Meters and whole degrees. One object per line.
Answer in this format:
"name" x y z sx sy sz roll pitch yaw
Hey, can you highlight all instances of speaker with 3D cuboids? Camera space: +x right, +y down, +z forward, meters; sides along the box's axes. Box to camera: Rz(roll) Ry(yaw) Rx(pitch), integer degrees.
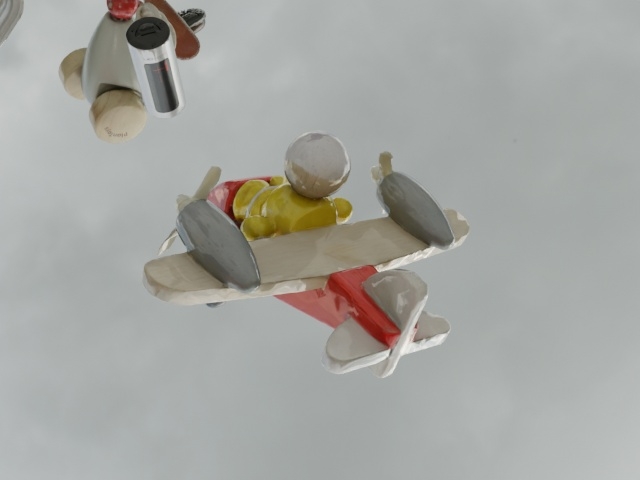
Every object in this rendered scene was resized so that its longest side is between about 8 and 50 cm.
"speaker" -0.204 -0.214 1.222 0.055 0.136 0.055 0 -120 1

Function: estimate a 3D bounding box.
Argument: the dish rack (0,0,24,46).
"dish rack" -0.652 -0.318 1.501 0.285 0.072 0.333 29 -98 5

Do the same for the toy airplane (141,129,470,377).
"toy airplane" 0.000 0.000 1.247 0.384 0.272 0.386 7 -162 6

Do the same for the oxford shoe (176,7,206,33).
"oxford shoe" -0.283 -0.318 1.694 0.227 0.096 0.083 -39 -142 -11

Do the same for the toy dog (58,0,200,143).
"toy dog" -0.254 -0.291 1.436 0.161 0.334 0.220 -7 -110 -39
